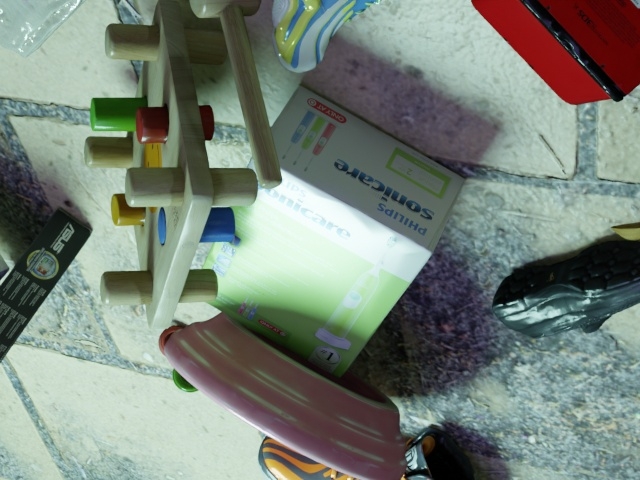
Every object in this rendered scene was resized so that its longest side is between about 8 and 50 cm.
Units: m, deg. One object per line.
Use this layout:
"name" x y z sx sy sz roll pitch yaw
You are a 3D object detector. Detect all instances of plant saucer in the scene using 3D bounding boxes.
"plant saucer" -0.030 0.181 1.391 0.332 0.084 0.332 30 180 0

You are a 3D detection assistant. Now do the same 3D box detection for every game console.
"game console" 0.224 -0.195 0.984 0.144 0.085 0.124 42 109 -16

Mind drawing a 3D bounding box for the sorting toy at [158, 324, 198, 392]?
"sorting toy" -0.189 0.167 1.605 0.042 0.061 0.102 90 155 -78

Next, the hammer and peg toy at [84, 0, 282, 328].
"hammer and peg toy" -0.149 -0.099 1.127 0.127 0.265 0.361 -1 147 -20

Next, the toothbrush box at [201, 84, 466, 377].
"toothbrush box" 0.000 0.000 1.251 0.206 0.122 0.283 29 142 0

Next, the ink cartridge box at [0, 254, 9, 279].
"ink cartridge box" -0.589 0.003 1.500 0.270 0.197 0.198 56 139 3

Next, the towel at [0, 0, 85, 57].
"towel" -0.368 -0.332 1.183 0.282 0.049 0.187 46 138 -18

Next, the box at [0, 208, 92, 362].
"box" -0.430 0.109 1.521 0.060 0.270 0.216 36 140 -12

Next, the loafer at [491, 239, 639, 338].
"loafer" 0.279 0.056 1.179 0.078 0.076 0.223 41 145 -21

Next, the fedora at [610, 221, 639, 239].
"fedora" 0.343 -0.054 0.982 0.194 0.194 0.079 -14 87 41

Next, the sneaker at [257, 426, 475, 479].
"sneaker" 0.081 0.308 1.557 0.321 0.124 0.180 20 138 -4

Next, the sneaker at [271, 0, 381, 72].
"sneaker" 0.032 -0.231 1.004 0.126 0.091 0.240 22 140 9
